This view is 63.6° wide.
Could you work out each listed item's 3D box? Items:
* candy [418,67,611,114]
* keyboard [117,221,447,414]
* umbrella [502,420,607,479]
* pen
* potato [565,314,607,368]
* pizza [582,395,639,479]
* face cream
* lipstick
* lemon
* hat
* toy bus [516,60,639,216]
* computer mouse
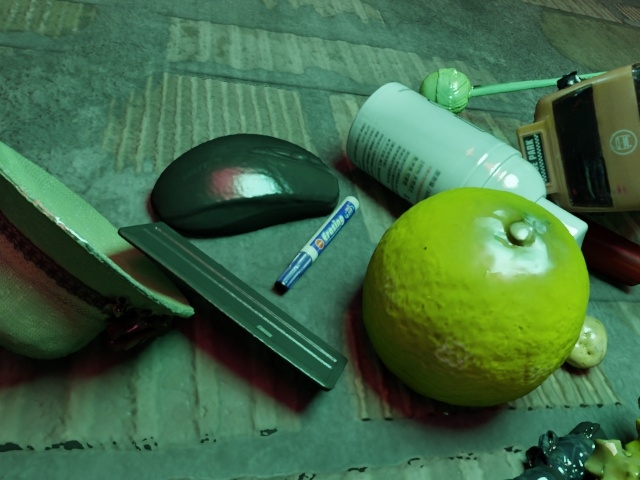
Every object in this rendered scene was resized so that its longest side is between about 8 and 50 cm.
[{"bbox_3d":[0.350,-0.284,0.950,0.335,0.092,0.093,-2,27,19],"label":"candy"},{"bbox_3d":[-0.045,0.090,0.549,0.381,0.041,0.103,29,12,9],"label":"keyboard"},{"bbox_3d":[0.226,0.246,0.509,0.224,0.071,0.080,-17,84,-37],"label":"umbrella"},{"bbox_3d":[0.000,0.000,0.688,0.025,0.025,0.204,30,46,10],"label":"pen"},{"bbox_3d":[0.337,0.126,0.669,0.068,0.062,0.083,52,29,9],"label":"potato"},{"bbox_3d":[0.292,0.311,0.414,0.405,0.130,0.440,2,58,-24],"label":"pizza"},{"bbox_3d":[0.217,-0.078,0.728,0.369,0.146,0.145,38,47,25],"label":"face cream"},{"bbox_3d":[0.371,-0.020,0.805,0.279,0.073,0.073,28,45,7],"label":"lipstick"},{"bbox_3d":[0.172,0.049,0.567,0.240,0.219,0.241,8,50,-10],"label":"lemon"},{"bbox_3d":[-0.254,0.031,0.479,0.257,0.257,0.130,39,81,18],"label":"hat"},{"bbox_3d":[0.487,-0.170,0.807,0.426,0.232,0.203,-21,99,-50],"label":"toy bus"},{"bbox_3d":[-0.090,-0.087,0.697,0.269,0.086,0.138,-13,54,-31],"label":"computer mouse"}]
